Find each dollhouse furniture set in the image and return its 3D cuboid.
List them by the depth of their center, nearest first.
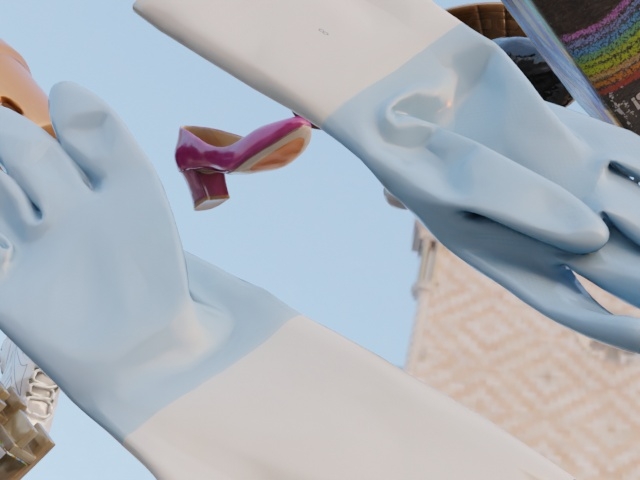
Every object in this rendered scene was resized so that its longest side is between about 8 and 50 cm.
[{"bbox_3d":[-0.479,0.192,1.418,0.161,0.242,0.212,-44,-38,-6],"label":"dollhouse furniture set"}]

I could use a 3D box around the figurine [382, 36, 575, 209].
[{"bbox_3d":[0.174,-0.103,1.071,0.092,0.215,0.209,44,-16,-15],"label":"figurine"}]

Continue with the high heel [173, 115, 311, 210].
[{"bbox_3d":[-0.099,-0.129,1.463,0.082,0.117,0.244,-8,-14,-35],"label":"high heel"}]

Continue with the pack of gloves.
[{"bbox_3d":[0.000,0.000,0.381,0.232,0.195,0.046,39,-29,28],"label":"pack of gloves"}]

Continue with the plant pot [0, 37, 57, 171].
[{"bbox_3d":[-0.480,-0.130,1.693,0.203,0.291,0.291,35,-48,19],"label":"plant pot"}]

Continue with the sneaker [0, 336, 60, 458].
[{"bbox_3d":[-0.455,0.226,1.885,0.111,0.297,0.129,30,-54,-30],"label":"sneaker"}]

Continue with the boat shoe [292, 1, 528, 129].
[{"bbox_3d":[0.126,-0.220,1.466,0.341,0.123,0.123,-15,-72,5],"label":"boat shoe"}]

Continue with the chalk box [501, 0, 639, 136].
[{"bbox_3d":[0.249,-0.169,0.860,0.180,0.179,0.289,-37,-59,10],"label":"chalk box"}]
